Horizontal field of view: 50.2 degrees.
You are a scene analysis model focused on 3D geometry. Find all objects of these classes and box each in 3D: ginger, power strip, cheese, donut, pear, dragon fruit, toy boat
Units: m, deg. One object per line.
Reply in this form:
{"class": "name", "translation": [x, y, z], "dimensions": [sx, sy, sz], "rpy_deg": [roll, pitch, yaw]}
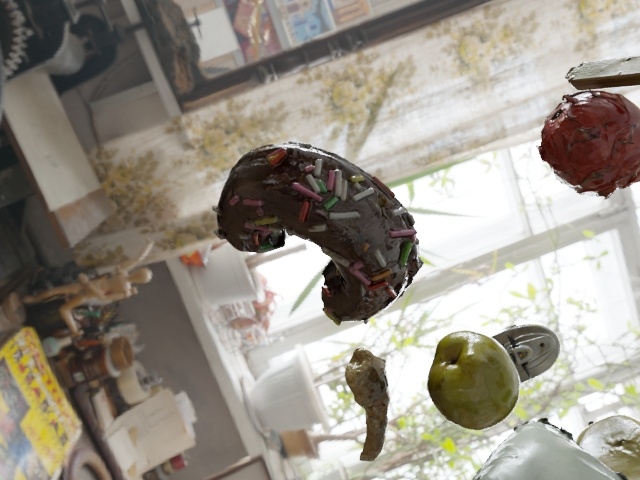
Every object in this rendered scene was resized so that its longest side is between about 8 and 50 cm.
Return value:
{"class": "ginger", "translation": [0.110, 0.373, 1.529], "dimensions": [0.131, 0.086, 0.294], "rpy_deg": [-39, 129, -56]}
{"class": "power strip", "translation": [0.648, -0.366, 1.491], "dimensions": [0.044, 0.064, 0.305], "rpy_deg": [37, -7, -23]}
{"class": "cheese", "translation": [0.726, 0.540, 1.654], "dimensions": [0.316, 0.260, 0.128], "rpy_deg": [-65, 136, -65]}
{"class": "donut", "translation": [0.005, -0.011, 1.050], "dimensions": [0.345, 0.136, 0.259], "rpy_deg": [36, -30, -8]}
{"class": "pear", "translation": [0.310, 0.286, 1.387], "dimensions": [0.200, 0.200, 0.200], "rpy_deg": [159, -90, -90]}
{"class": "dragon fruit", "translation": [0.612, -0.211, 1.512], "dimensions": [0.252, 0.241, 0.241], "rpy_deg": [31, -12, 15]}
{"class": "toy boat", "translation": [0.431, 0.289, 1.634], "dimensions": [0.141, 0.269, 0.140], "rpy_deg": [30, 43, -33]}

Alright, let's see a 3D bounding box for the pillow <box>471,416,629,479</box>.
{"class": "pillow", "translation": [0.167, 0.185, 0.326], "dimensions": [0.229, 0.128, 0.050], "rpy_deg": [37, -47, 29]}
